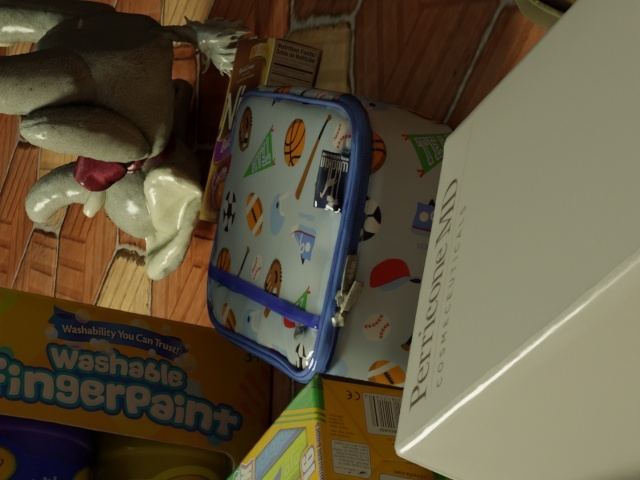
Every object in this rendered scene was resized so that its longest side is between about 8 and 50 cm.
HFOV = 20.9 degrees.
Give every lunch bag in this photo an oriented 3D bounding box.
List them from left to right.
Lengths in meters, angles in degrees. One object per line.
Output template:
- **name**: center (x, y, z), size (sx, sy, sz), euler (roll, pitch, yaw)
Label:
- **lunch bag**: center (0.000, 0.000, 1.414), size (0.303, 0.115, 0.243), euler (-157, 78, -68)

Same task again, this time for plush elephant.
- **plush elephant**: center (-0.227, -0.110, 1.841), size (0.272, 0.330, 0.255), euler (-93, 1, -60)

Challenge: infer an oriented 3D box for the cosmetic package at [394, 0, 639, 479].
- **cosmetic package**: center (0.220, -0.051, 0.818), size (0.453, 0.162, 0.230), euler (-48, 24, 50)

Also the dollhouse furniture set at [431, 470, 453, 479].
- **dollhouse furniture set**: center (0.143, 0.115, 1.137), size (0.151, 0.059, 0.076), euler (-52, 21, 10)

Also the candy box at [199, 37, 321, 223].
- **candy box**: center (-0.061, -0.101, 1.677), size (0.109, 0.053, 0.186), euler (14, 90, 68)

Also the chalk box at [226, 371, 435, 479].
- **chalk box**: center (0.014, 0.212, 1.247), size (0.213, 0.132, 0.132), euler (125, 148, -45)

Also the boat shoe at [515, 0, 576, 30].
- **boat shoe**: center (0.180, -0.183, 1.085), size (0.307, 0.111, 0.104), euler (-130, 55, -62)

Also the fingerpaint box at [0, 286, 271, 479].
- **fingerpaint box**: center (-0.274, 0.238, 1.497), size (0.163, 0.445, 0.371), euler (-37, 45, 55)
